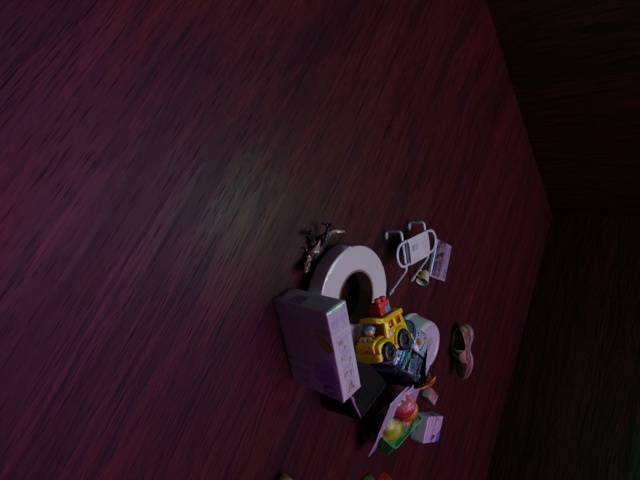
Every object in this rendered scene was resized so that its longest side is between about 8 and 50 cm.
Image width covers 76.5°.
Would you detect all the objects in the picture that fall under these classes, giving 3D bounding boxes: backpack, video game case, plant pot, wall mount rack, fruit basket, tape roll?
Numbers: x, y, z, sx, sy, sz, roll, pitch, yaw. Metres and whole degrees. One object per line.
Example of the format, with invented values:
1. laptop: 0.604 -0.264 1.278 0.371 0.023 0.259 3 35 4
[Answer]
1. backpack: 0.319 0.462 1.724 0.213 0.276 0.263 52 54 -23
2. video game case: 0.640 0.107 2.181 0.183 0.023 0.201 19 82 -47
3. plant pot: 0.101 0.529 1.542 0.187 0.188 0.167 -37 107 -38
4. wall mount rack: 0.400 0.078 1.845 0.350 0.130 0.304 -19 106 -45
5. fruit basket: 0.337 0.738 1.773 0.327 0.165 0.353 -22 128 -44
6. tape roll: 0.109 0.205 1.508 0.392 0.072 0.392 -7 100 -46

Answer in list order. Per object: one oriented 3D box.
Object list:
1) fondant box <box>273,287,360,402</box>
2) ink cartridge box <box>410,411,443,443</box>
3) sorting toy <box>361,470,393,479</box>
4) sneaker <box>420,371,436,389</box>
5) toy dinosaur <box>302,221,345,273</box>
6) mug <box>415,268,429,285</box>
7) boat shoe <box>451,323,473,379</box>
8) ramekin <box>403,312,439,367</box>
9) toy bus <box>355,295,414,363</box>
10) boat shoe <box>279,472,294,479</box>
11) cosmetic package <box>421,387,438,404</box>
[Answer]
1. fondant box: -0.011 0.338 1.336 0.096 0.238 0.330 -30 116 -42
2. ink cartridge box: 0.573 1.004 2.186 0.190 0.082 0.140 25 76 -48
3. sorting toy: 0.260 1.142 1.828 0.365 0.126 0.127 25 77 -47
4. sneaker: 0.564 0.763 2.159 0.175 0.064 0.067 -7 111 -44
5. toy dinosaur: 0.000 0.000 1.436 0.268 0.064 0.118 -45 140 -35
6. mug: 0.513 0.176 2.025 0.064 0.062 0.078 -61 140 -33
7. boat shoe: 0.823 0.657 2.397 0.116 0.123 0.324 3 87 -41
8. ramekin: 0.472 0.496 1.971 0.273 0.127 0.273 -8 100 -47
9. toy bus: 0.214 0.320 1.488 0.220 0.149 0.211 -20 96 -42
10. boat shoe: -0.081 0.942 1.453 0.096 0.098 0.277 -51 120 -30
11. cosmetic package: 0.598 0.847 2.220 0.115 0.041 0.060 50 60 -39
